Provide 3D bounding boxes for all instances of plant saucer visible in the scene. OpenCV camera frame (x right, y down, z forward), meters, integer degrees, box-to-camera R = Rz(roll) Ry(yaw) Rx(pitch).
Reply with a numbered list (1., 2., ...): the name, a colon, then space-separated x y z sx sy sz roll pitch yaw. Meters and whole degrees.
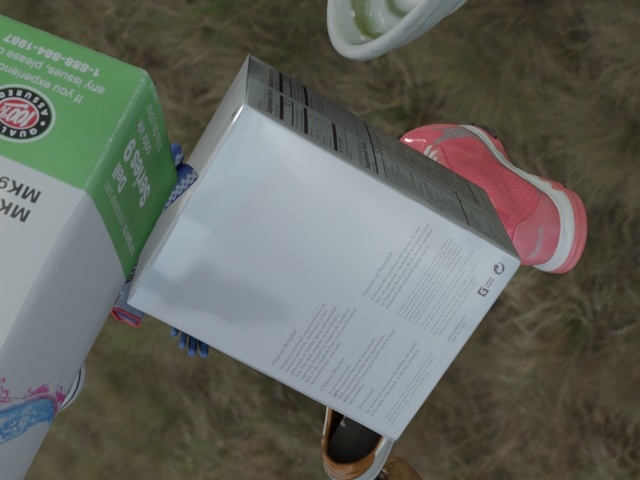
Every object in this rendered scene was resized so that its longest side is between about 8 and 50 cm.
1. plant saucer: 0.153 -0.410 1.568 0.100 0.400 0.400 23 164 -25

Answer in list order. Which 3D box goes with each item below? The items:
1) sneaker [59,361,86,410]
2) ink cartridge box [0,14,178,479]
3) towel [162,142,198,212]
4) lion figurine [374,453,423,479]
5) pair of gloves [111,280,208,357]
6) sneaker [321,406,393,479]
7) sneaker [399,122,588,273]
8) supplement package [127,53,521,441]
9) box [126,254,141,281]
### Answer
1. sneaker: -0.372 0.054 1.103 0.321 0.126 0.127 31 -177 10
2. ink cartridge box: -0.164 0.022 0.392 0.154 0.212 0.093 22 161 7
3. towel: -0.254 0.031 0.833 0.336 0.243 0.040 -7 125 51
4. lion figurine: 0.110 0.412 1.598 0.142 0.240 0.392 13 129 33
5. pair of gloves: -0.225 0.101 1.747 0.198 0.159 0.023 29 120 -13
6. sneaker: 0.081 0.150 1.379 0.106 0.290 0.123 17 167 14
7. sneaker: 0.155 -0.062 1.311 0.314 0.136 0.116 36 118 52
8. supplement package: 0.000 0.000 1.038 0.263 0.199 0.198 29 -163 -12
9. box: -0.293 0.004 1.379 0.295 0.293 0.073 -14 78 26
